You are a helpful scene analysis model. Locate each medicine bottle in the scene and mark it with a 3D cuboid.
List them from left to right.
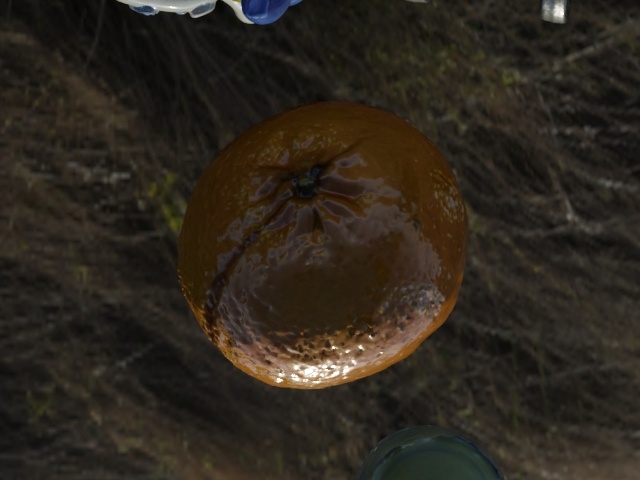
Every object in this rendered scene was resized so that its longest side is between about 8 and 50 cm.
[{"bbox_3d":[0.107,0.255,1.415,0.147,0.147,0.143,-5,175,-2],"label":"medicine bottle"}]

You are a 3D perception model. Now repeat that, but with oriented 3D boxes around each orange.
[{"bbox_3d":[0.000,0.000,0.929,0.193,0.193,0.161,-23,147,13],"label":"orange"}]

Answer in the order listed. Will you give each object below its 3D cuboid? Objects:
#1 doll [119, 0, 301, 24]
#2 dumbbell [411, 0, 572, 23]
[{"bbox_3d":[-0.129,-0.310,1.534,0.376,0.365,0.187,-17,99,-37],"label":"doll"},{"bbox_3d":[0.178,-0.305,1.477,0.325,0.143,0.143,10,133,12],"label":"dumbbell"}]
